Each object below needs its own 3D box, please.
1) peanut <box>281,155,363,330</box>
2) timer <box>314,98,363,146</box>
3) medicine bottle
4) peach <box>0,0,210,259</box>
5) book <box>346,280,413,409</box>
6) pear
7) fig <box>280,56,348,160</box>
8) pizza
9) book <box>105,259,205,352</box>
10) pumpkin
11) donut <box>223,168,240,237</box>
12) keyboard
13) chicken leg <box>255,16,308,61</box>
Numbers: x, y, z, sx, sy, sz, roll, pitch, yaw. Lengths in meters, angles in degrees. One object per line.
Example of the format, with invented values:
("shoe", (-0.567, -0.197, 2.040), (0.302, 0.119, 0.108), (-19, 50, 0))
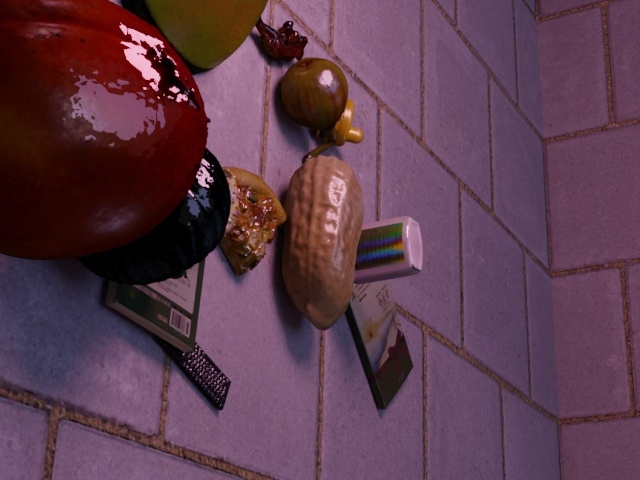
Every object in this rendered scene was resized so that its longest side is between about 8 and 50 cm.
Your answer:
("peanut", (-0.001, -0.003, 2.186), (0.174, 0.158, 0.340), (122, -22, -62))
("timer", (0.048, -0.250, 2.413), (0.107, 0.109, 0.107), (-167, -90, -81))
("medicine bottle", (0.095, 0.026, 2.282), (0.078, 0.219, 0.115), (27, 57, -58))
("peach", (-0.323, -0.152, 1.393), (0.370, 0.370, 0.370), (31, 53, -55))
("book", (0.128, 0.201, 2.491), (0.201, 0.026, 0.289), (-44, 120, -57))
("pear", (-0.194, -0.505, 1.984), (0.399, 0.165, 0.398), (31, 54, -55))
("fig", (-0.001, -0.276, 2.292), (0.148, 0.142, 0.186), (-45, 110, -27))
("pizza", (-0.136, -0.036, 2.042), (0.292, 0.058, 0.197), (25, 59, -57))
("book", (-0.254, 0.022, 1.814), (0.202, 0.027, 0.264), (39, 45, -47))
("pumpkin", (-0.240, -0.026, 1.650), (0.248, 0.248, 0.248), (31, 53, -55))
("donut", (-0.185, -0.048, 1.866), (0.166, 0.065, 0.108), (-33, 108, -56))
("keyboard", (-0.208, 0.199, 1.867), (0.204, 0.013, 0.061), (56, 35, -37))
("chicken leg", (-0.085, -0.407, 2.284), (0.219, 0.048, 0.089), (-4, 81, -62))
